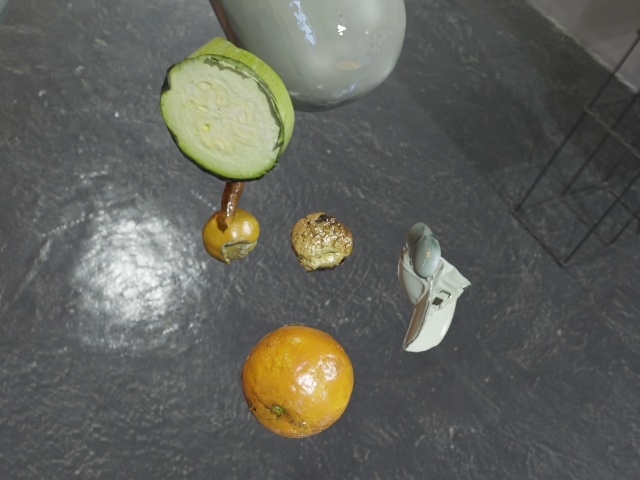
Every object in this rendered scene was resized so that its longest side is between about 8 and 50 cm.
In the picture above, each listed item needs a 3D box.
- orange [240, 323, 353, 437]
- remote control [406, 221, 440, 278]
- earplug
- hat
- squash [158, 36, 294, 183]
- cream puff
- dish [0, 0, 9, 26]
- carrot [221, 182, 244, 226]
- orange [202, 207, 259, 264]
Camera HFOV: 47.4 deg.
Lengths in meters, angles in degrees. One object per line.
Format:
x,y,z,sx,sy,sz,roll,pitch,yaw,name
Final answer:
-0.051,0.308,1.606,0.246,0.246,0.246,12,45,-13,orange
0.240,0.020,1.757,0.045,0.097,0.256,27,14,-10,remote control
-0.031,-0.408,1.187,0.313,0.393,0.312,-19,22,8,earplug
0.268,0.153,1.971,0.168,0.301,0.258,18,-7,32,hat
-0.125,-0.203,1.117,0.220,0.220,0.133,34,48,9,squash
0.000,0.000,1.444,0.119,0.104,0.133,47,40,17,cream puff
-0.577,-0.346,1.083,0.256,0.256,0.117,-26,80,-39,dish
-0.210,-0.155,1.810,0.059,0.059,0.247,14,84,-11,carrot
-0.236,-0.010,1.923,0.157,0.156,0.134,9,33,-16,orange
